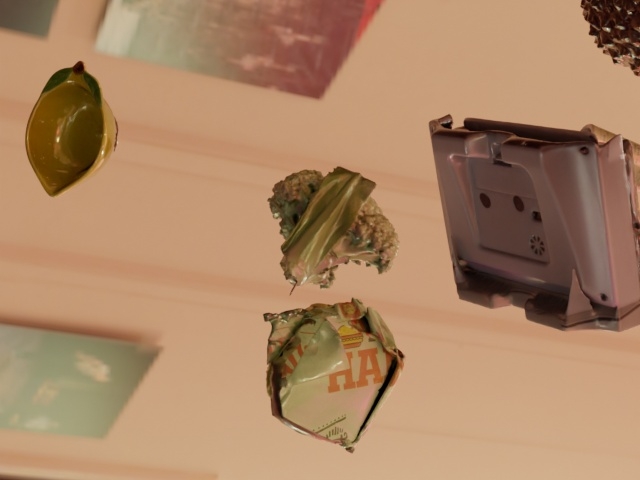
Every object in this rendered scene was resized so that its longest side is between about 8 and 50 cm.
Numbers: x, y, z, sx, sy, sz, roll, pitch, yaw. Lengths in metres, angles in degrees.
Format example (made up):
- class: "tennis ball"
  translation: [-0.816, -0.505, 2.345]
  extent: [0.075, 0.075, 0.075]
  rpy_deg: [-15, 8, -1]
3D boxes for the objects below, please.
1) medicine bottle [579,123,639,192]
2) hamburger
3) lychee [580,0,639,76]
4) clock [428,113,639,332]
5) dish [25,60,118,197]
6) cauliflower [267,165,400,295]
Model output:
- class: "medicine bottle"
  translation: [0.436, -0.083, 1.604]
  extent: [0.059, 0.230, 0.059]
  rpy_deg: [-159, -90, -77]
- class: "hamburger"
  translation: [0.000, 0.177, 1.819]
  extent: [0.214, 0.235, 0.125]
  rpy_deg: [-66, -163, -8]
- class: "lychee"
  translation: [0.457, -0.334, 1.625]
  extent: [0.267, 0.267, 0.268]
  rpy_deg: [-170, -90, -70]
- class: "clock"
  translation: [0.196, -0.021, 1.192]
  extent: [0.253, 0.083, 0.186]
  rpy_deg: [15, -59, 56]
- class: "dish"
  translation: [-0.363, -0.164, 1.877]
  extent: [0.148, 0.080, 0.208]
  rpy_deg: [19, -83, 25]
- class: "cauliflower"
  translation: [0.000, 0.000, 2.277]
  extent: [0.239, 0.256, 0.315]
  rpy_deg: [-13, -151, 48]
